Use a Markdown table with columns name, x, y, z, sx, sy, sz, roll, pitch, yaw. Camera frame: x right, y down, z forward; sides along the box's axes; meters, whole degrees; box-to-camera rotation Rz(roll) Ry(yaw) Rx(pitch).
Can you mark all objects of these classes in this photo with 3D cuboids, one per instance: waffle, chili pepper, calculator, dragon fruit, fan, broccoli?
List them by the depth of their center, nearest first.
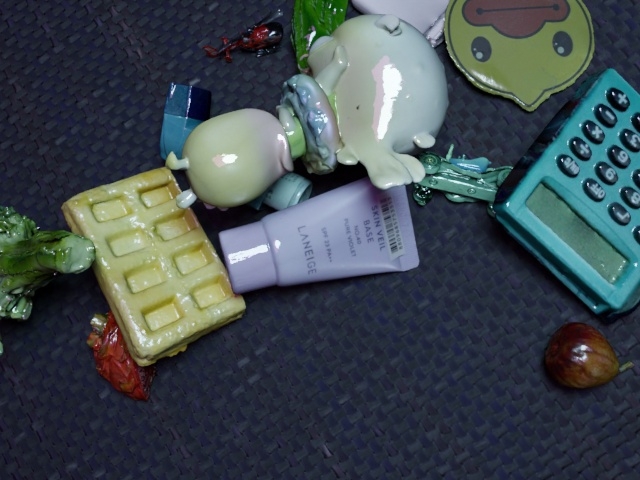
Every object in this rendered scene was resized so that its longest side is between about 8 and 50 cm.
| name | x | y | z | sx | sy | sz | roll | pitch | yaw |
| --- | --- | --- | --- | --- | --- | --- | --- | --- | --- |
| broccoli | -0.429 | 0.055 | 0.842 | 0.275 | 0.177 | 0.198 | 13 | 68 | 44 |
| calculator | 0.392 | -0.064 | 0.845 | 0.248 | 0.058 | 0.274 | 40 | 84 | -10 |
| waffle | -0.238 | 0.026 | 0.897 | 0.168 | 0.057 | 0.274 | -23 | 76 | -32 |
| dragon fruit | -0.293 | 0.149 | 0.911 | 0.107 | 0.083 | 0.162 | 8 | 83 | 10 |
| fan | 0.295 | -0.356 | 0.952 | 0.230 | 0.011 | 0.334 | -5 | 81 | -3 |
| chili pepper | 0.002 | -0.341 | 0.965 | 0.074 | 0.100 | 0.256 | 1 | 80 | 45 |
| calculator | 0.128 | -0.368 | 0.977 | 0.175 | 0.032 | 0.100 | 41 | 86 | 11 |

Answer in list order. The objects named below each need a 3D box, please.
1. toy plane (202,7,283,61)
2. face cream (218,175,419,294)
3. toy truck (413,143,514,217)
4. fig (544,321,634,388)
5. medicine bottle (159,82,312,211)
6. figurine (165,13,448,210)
| name | x | y | z | sx | sy | sz | roll | pitch | yaw |
| --- | --- | --- | --- | --- | --- | --- | --- | --- | --- |
| toy plane | -0.113 | -0.314 | 0.983 | 0.145 | 0.060 | 0.037 | -15 | 78 | 19 |
| face cream | 0.000 | 0.000 | 0.883 | 0.274 | 0.096 | 0.154 | -15 | 100 | -10 |
| toy truck | 0.213 | -0.092 | 0.906 | 0.154 | 0.080 | 0.078 | 12 | 55 | 8 |
| fig | 0.367 | 0.165 | 0.839 | 0.125 | 0.089 | 0.088 | 23 | 83 | -9 |
| medicine bottle | -0.130 | -0.131 | 0.937 | 0.258 | 0.079 | 0.124 | 30 | 101 | 9 |
| figurine | -0.003 | -0.135 | 0.805 | 0.394 | 0.226 | 0.274 | -24 | 49 | -17 |
